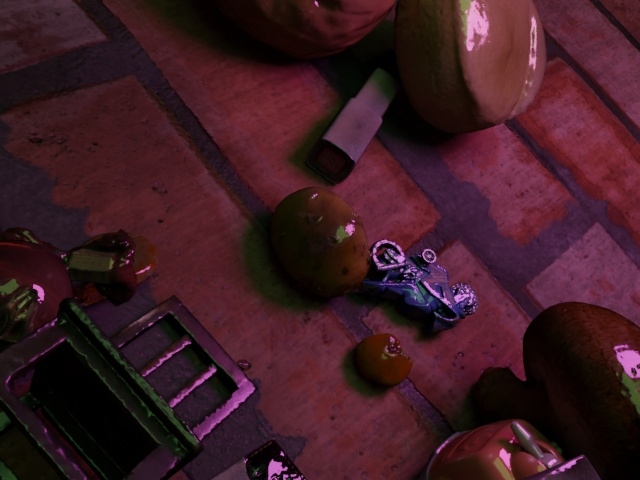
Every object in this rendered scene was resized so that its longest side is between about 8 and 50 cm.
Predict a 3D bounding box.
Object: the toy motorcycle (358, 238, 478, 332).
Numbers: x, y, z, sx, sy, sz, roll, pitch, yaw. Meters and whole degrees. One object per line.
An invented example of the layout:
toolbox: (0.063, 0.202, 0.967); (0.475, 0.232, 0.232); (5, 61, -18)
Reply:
toy motorcycle: (0.156, 0.080, 1.224); (0.205, 0.076, 0.114); (29, 57, -9)

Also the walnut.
walnut: (-0.031, -0.503, 1.341); (0.384, 0.383, 0.383); (15, 54, -21)

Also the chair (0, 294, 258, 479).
chair: (-0.221, 0.180, 0.826); (0.203, 0.240, 0.416); (45, 50, 7)

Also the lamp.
lamp: (-0.337, 0.060, 0.885); (0.215, 0.151, 0.223); (10, 60, 7)

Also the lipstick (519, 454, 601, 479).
lipstick: (0.166, 0.333, 0.857); (0.076, 0.371, 0.079); (-13, 67, -35)

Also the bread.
bread: (0.258, -0.357, 1.425); (0.320, 0.237, 0.320); (8, 79, -45)

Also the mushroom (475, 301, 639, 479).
mushroom: (0.393, 0.247, 1.077); (0.345, 0.345, 0.239); (44, 88, 3)

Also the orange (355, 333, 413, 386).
orange: (0.093, 0.172, 1.129); (0.086, 0.062, 0.086); (13, 56, -19)

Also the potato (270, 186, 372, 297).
potato: (0.000, 0.000, 1.150); (0.137, 0.137, 0.176); (-31, 76, -40)

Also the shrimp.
shrimp: (-0.289, 0.034, 1.014); (0.162, 0.045, 0.095); (-28, 77, -33)

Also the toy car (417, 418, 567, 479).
toy car: (0.264, 0.360, 1.000); (0.180, 0.212, 0.270); (-26, 75, -39)

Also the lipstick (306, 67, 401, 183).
lipstick: (0.064, -0.207, 1.354); (0.077, 0.079, 0.253); (35, 48, -5)

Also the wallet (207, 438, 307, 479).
wallet: (-0.058, 0.385, 0.901); (0.221, 0.071, 0.262); (-25, 67, -38)
